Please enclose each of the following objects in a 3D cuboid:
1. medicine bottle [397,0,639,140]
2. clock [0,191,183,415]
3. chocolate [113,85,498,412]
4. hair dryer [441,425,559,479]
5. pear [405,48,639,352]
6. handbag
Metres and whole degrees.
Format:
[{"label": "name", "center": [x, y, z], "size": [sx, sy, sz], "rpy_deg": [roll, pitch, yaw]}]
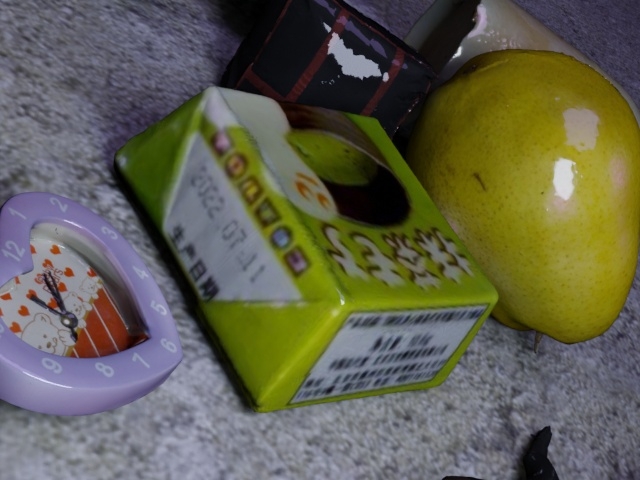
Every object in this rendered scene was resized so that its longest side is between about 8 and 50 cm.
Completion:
[{"label": "medicine bottle", "center": [0.299, -0.156, 1.533], "size": [0.406, 0.236, 0.236], "rpy_deg": [33, 31, -18]}, {"label": "clock", "center": [-0.186, 0.060, 0.815], "size": [0.172, 0.064, 0.198], "rpy_deg": [34, 30, -17]}, {"label": "chocolate", "center": [0.000, 0.000, 1.054], "size": [0.300, 0.137, 0.289], "rpy_deg": [1, 50, -51]}, {"label": "hair dryer", "center": [0.244, 0.267, 1.041], "size": [0.303, 0.120, 0.359], "rpy_deg": [27, 19, 3]}, {"label": "pear", "center": [0.240, -0.052, 1.274], "size": [0.285, 0.285, 0.336], "rpy_deg": [14, 59, -42]}, {"label": "handbag", "center": [0.006, -0.191, 1.284], "size": [0.215, 0.169, 0.155], "rpy_deg": [32, 15, -19]}]
